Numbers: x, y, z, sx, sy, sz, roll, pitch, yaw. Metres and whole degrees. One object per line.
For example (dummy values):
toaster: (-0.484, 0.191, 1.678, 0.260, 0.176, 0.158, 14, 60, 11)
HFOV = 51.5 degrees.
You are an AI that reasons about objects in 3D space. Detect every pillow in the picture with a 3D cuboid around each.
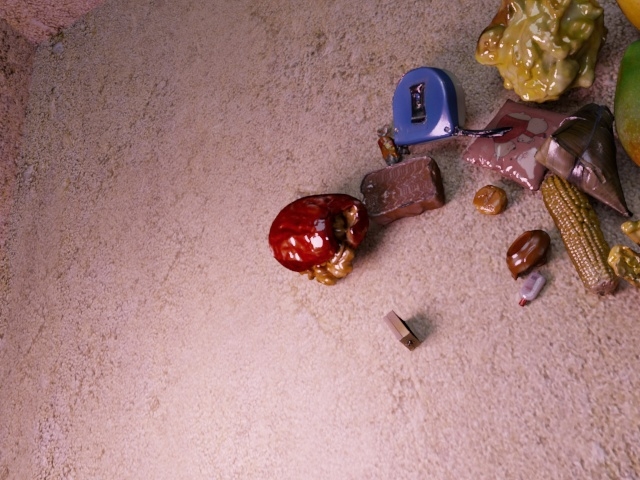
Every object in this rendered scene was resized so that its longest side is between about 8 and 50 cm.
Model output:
pillow: (0.500, -0.248, 1.651, 0.236, 0.084, 0.223, 33, 82, 41)

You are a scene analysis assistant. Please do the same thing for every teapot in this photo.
teapot: (0.479, 0.035, 1.521, 0.129, 0.078, 0.098, -50, 8, 10)

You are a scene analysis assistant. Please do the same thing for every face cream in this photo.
face cream: (0.477, 0.113, 1.506, 0.040, 0.021, 0.083, 30, 82, 40)

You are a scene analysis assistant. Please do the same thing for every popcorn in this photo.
popcorn: (0.556, -0.497, 1.630, 0.312, 0.312, 0.312, -15, 57, 25)

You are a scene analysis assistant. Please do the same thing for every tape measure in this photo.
tape measure: (0.327, -0.350, 1.712, 0.351, 0.098, 0.215, -3, 93, 50)

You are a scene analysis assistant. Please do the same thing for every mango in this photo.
mango: (0.745, -0.288, 1.434, 0.225, 0.201, 0.382, 1, 58, -5)

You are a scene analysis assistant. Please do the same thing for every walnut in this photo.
walnut: (0.000, 0.000, 1.741, 0.269, 0.222, 0.244, -13, 83, 58)

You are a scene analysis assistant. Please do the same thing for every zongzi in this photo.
zongzi: (0.635, -0.190, 1.480, 0.242, 0.112, 0.221, 41, 62, 16)

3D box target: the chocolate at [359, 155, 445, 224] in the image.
chocolate: (0.217, -0.125, 1.757, 0.214, 0.093, 0.148, -16, 56, 24)

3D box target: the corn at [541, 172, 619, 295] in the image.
corn: (0.576, -0.026, 1.479, 0.097, 0.097, 0.320, -24, 56, 20)

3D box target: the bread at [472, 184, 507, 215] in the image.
bread: (0.424, -0.098, 1.642, 0.081, 0.046, 0.083, -36, 52, 14)

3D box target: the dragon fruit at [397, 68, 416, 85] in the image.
dragon fruit: (0.285, -0.440, 1.885, 0.126, 0.112, 0.068, 6, 47, 40)

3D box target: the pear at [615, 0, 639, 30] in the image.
pear: (0.835, -0.612, 1.472, 0.362, 0.362, 0.418, -31, 78, 14)

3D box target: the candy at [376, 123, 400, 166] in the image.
candy: (0.192, -0.262, 1.879, 0.053, 0.046, 0.182, -26, 55, 20)

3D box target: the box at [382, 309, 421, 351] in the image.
box: (0.195, 0.217, 1.587, 0.035, 0.079, 0.083, -41, 51, 5)

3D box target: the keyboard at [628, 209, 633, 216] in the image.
keyboard: (0.629, -0.125, 1.518, 0.013, 0.061, 0.204, -54, 47, 22)

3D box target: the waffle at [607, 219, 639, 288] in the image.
waffle: (0.705, 0.086, 1.216, 0.151, 0.261, 0.324, -59, 36, 15)
